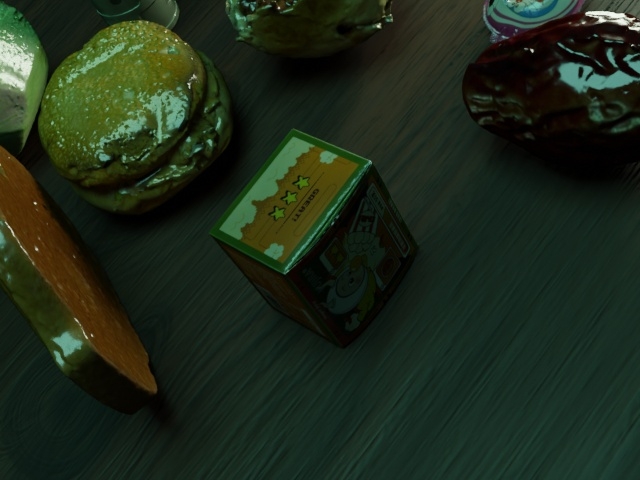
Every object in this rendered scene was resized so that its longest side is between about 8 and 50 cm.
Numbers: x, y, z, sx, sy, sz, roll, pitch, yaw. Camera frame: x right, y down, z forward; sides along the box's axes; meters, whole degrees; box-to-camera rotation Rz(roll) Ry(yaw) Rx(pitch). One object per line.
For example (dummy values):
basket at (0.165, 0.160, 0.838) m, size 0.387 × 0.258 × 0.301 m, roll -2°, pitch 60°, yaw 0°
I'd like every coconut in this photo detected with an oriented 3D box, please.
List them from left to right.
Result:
coconut at (-0.622, -0.252, 1.687) m, size 0.328 × 0.281 × 0.328 m, roll 7°, pitch 61°, yaw -14°

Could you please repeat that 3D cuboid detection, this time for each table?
table at (-0.350, -0.451, 1.723) m, size 0.126 × 0.220 × 0.126 m, roll -13°, pitch 53°, yaw 18°

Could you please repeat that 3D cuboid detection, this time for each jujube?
jujube at (0.323, -0.191, 1.248) m, size 0.290 × 0.197 × 0.197 m, roll 7°, pitch 61°, yaw 39°

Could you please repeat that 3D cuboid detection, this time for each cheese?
cheese at (0.326, -0.373, 1.452) m, size 0.155 × 0.062 × 0.244 m, roll 23°, pitch 69°, yaw 37°

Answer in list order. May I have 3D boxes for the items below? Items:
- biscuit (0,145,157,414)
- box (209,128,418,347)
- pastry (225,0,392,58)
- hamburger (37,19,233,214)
biscuit at (-0.344, 0.048, 1.304) m, size 0.078 × 0.350 × 0.455 m, roll -38°, pitch 35°, yaw 0°
box at (0.000, 0.000, 1.262) m, size 0.148 × 0.195 × 0.177 m, roll 27°, pitch 72°, yaw 37°
pastry at (-0.002, -0.371, 1.549) m, size 0.256 × 0.170 × 0.237 m, roll -19°, pitch 32°, yaw 19°
hamburger at (-0.278, -0.184, 1.540) m, size 0.290 × 0.170 × 0.314 m, roll -36°, pitch 51°, yaw 3°
